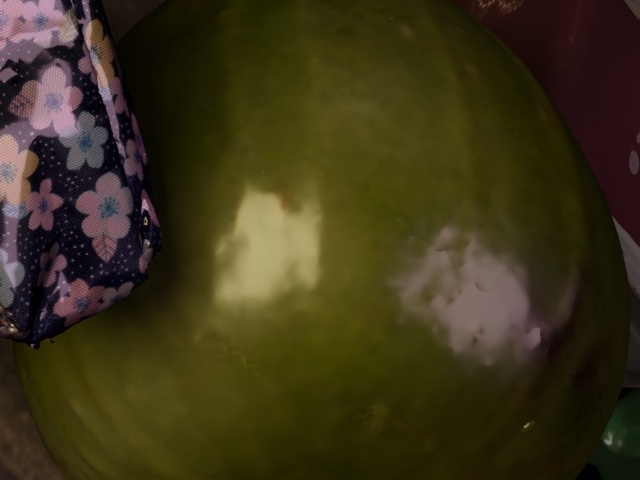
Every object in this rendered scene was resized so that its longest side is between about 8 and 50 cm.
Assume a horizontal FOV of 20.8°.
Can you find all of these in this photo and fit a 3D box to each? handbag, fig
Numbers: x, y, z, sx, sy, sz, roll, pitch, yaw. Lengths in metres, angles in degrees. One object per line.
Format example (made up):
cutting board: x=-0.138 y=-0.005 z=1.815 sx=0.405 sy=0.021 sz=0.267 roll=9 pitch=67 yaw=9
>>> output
handbag: x=-0.161 y=-0.068 z=0.679 sx=0.127 sy=0.208 sz=0.228 roll=-31 pitch=115 yaw=-29
fig: x=0.000 y=0.000 z=0.848 sx=0.316 sy=0.316 sz=0.316 roll=-13 pitch=106 yaw=-52

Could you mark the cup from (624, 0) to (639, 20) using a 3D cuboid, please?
cup: x=0.275 y=-0.224 z=1.337 sx=0.133 sy=0.136 sz=0.099 roll=-8 pitch=136 yaw=-52

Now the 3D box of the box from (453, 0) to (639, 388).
box: x=0.134 y=-0.037 z=1.097 sx=0.294 sy=0.193 sz=0.167 roll=45 pitch=52 yaw=-46

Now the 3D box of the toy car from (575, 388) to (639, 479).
toy car: x=0.286 y=0.110 z=1.325 sx=0.358 sy=0.176 sz=0.213 roll=-55 pitch=137 yaw=-32
